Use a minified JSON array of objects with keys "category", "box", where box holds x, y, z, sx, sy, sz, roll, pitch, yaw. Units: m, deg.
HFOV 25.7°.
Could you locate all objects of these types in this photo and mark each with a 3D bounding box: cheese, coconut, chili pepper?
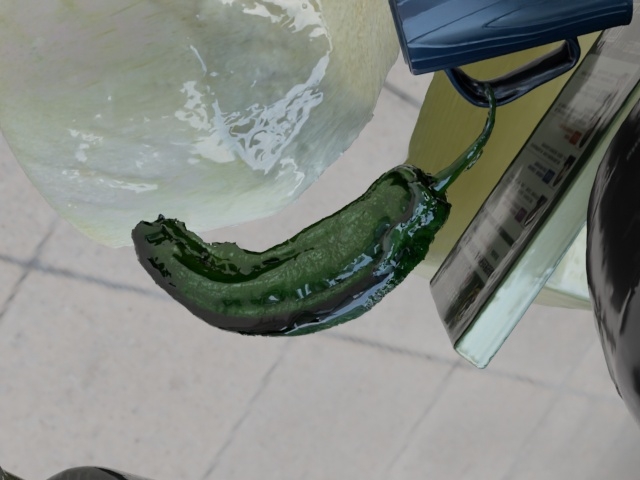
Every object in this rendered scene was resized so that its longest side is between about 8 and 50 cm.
[{"category":"cheese","box":[0.190,-0.081,1.209,0.124,0.242,0.265,24,81,-31]},{"category":"coconut","box":[-0.141,-0.191,1.297,0.415,0.415,0.344,-31,115,-36]},{"category":"chili pepper","box":[0.000,0.001,0.918,0.279,0.122,0.065,-17,163,21]}]

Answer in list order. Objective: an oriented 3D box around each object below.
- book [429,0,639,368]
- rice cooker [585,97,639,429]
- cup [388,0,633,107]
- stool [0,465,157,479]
[{"category":"book","box":[0.161,-0.052,0.936,0.264,0.027,0.202,-56,-173,8]},{"category":"rice cooker","box":[0.266,0.019,0.688,0.224,0.267,0.267,-98,-151,-65]},{"category":"cup","box":[0.111,-0.153,0.861,0.113,0.138,0.150,-83,157,-76]},{"category":"stool","box":[-0.134,0.205,0.866,0.228,0.153,0.139,-31,141,30]}]
